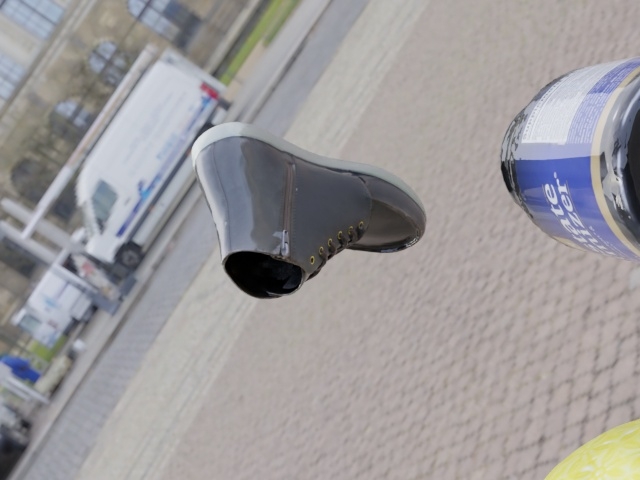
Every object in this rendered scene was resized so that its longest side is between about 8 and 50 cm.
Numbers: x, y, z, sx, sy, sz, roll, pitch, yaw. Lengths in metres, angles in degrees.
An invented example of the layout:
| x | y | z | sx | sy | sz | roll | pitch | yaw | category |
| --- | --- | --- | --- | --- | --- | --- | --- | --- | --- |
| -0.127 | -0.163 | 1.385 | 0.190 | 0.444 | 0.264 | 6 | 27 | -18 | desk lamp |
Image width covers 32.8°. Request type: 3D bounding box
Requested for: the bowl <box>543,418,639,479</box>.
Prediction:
| x | y | z | sx | sy | sz | roll | pitch | yaw | category |
| --- | --- | --- | --- | --- | --- | --- | --- | --- | --- |
| 0.214 | 0.213 | 0.607 | 0.289 | 0.156 | 0.290 | -14 | 56 | 21 | bowl |

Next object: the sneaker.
| x | y | z | sx | sy | sz | roll | pitch | yaw | category |
| --- | --- | --- | --- | --- | --- | --- | --- | --- | --- |
| 0.000 | 0.000 | 0.833 | 0.083 | 0.222 | 0.118 | -40 | 48 | 37 | sneaker |

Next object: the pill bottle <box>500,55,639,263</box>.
| x | y | z | sx | sy | sz | roll | pitch | yaw | category |
| --- | --- | --- | --- | --- | --- | --- | --- | --- | --- |
| 0.188 | -0.049 | 0.660 | 0.123 | 0.122 | 0.219 | -56 | 10 | -2 | pill bottle |
